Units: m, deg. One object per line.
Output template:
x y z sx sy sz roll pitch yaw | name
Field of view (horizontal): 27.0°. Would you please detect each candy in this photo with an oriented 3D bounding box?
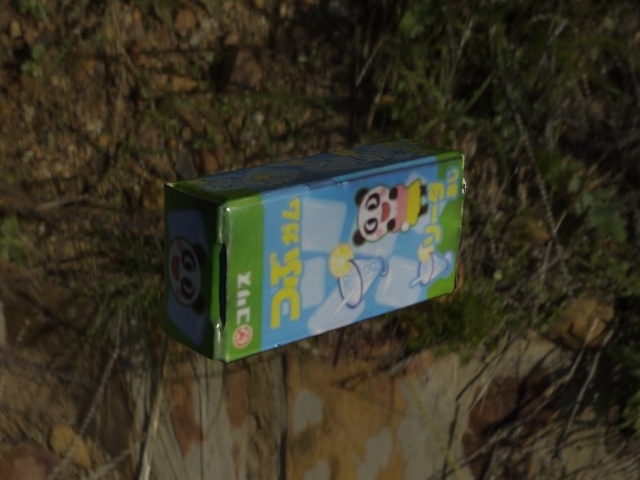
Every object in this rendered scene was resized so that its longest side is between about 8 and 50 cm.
0.000 0.000 0.802 0.194 0.097 0.062 -14 25 -39 | candy
